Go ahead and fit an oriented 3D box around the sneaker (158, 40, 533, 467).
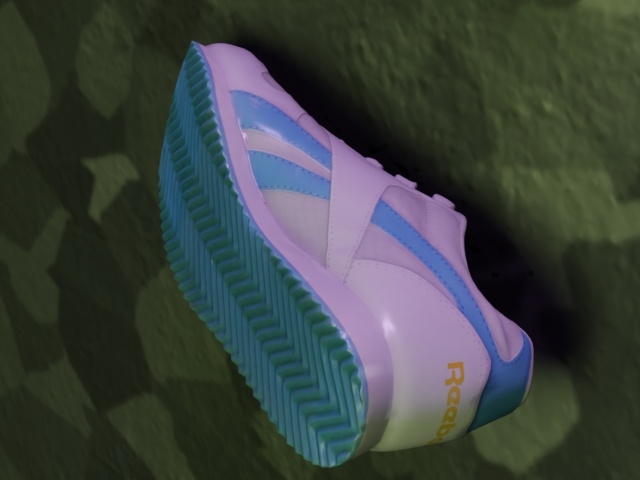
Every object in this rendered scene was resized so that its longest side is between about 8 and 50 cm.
[{"bbox_3d":[0.000,0.000,0.733,0.228,0.092,0.087,58,142,41],"label":"sneaker"}]
